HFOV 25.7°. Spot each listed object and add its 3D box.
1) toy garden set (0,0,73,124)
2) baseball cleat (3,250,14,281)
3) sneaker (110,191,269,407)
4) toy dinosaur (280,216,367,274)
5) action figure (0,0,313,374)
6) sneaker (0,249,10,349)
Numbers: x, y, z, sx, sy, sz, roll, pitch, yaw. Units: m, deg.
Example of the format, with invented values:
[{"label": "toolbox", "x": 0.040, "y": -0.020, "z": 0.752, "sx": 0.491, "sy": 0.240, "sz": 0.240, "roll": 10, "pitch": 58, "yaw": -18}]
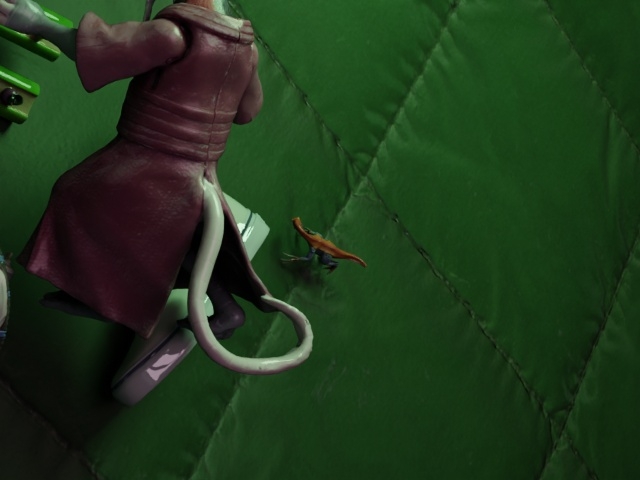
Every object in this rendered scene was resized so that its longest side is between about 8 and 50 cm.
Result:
[{"label": "toy garden set", "x": -0.289, "y": -0.245, "z": 1.241, "sx": 0.204, "sy": 0.049, "sz": 0.244, "roll": 25, "pitch": 93, "yaw": -41}, {"label": "baseball cleat", "x": -0.363, "y": 0.025, "z": 1.196, "sx": 0.206, "sy": 0.072, "sz": 0.109, "roll": 26, "pitch": 81, "yaw": -38}, {"label": "sneaker", "x": -0.149, "y": 0.051, "z": 1.399, "sx": 0.091, "sy": 0.094, "sz": 0.258, "roll": 39, "pitch": 52, "yaw": -10}, {"label": "toy dinosaur", "x": 0.000, "y": 0.000, "z": 1.566, "sx": 0.082, "sy": 0.090, "sz": 0.047, "roll": 67, "pitch": 18, "yaw": -60}, {"label": "action figure", "x": -0.134, "y": -0.094, "z": 1.227, "sx": 0.248, "sy": 0.275, "sz": 0.370, "roll": 1, "pitch": 109, "yaw": -44}, {"label": "sneaker", "x": -0.317, "y": 0.083, "z": 1.167, "sx": 0.081, "sy": 0.080, "sz": 0.211, "roll": 8, "pitch": 108, "yaw": -36}]
